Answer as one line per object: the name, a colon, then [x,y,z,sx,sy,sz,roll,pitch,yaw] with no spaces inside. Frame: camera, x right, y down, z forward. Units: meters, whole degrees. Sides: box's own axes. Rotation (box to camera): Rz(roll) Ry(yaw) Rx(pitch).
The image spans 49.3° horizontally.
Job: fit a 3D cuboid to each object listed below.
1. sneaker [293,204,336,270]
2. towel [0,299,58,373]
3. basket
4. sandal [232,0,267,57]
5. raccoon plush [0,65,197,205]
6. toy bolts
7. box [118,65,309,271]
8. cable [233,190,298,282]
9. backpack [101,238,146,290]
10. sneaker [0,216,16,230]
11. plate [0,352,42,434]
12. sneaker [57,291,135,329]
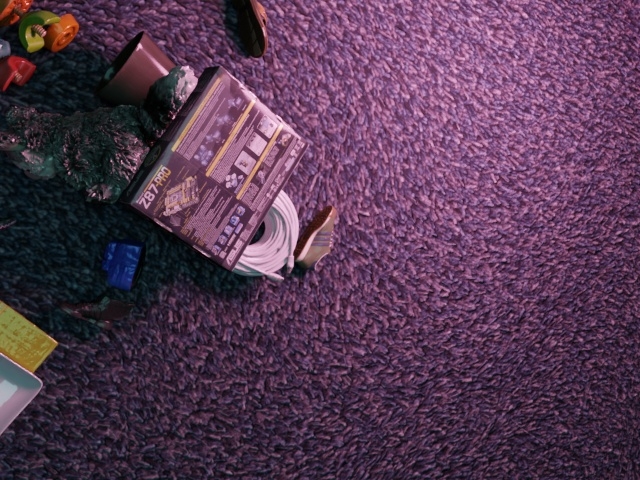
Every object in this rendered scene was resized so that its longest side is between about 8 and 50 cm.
sneaker: [0.000,0.000,1.968,0.086,0.064,0.192,41,77,-29]
towel: [-0.753,0.213,1.660,0.237,0.021,0.102,44,79,-21]
basket: [-0.399,-0.364,1.707,0.227,0.154,0.204,35,124,-29]
sandal: [-0.181,-0.596,1.845,0.060,0.090,0.219,-24,96,-44]
raccoon plush: [-0.526,-0.292,1.594,0.299,0.216,0.446,34,101,-22]
toy bolts: [-0.694,-0.477,1.585,0.158,0.218,0.228,43,109,-7]
box: [-0.247,-0.169,1.701,0.318,0.097,0.395,37,77,-34]
cable: [-0.182,-0.033,1.866,0.257,0.089,0.257,15,86,-24]
backpack: [-0.489,0.060,1.730,0.101,0.098,0.120,13,97,-4]
sneaker: [-0.773,-0.045,1.623,0.119,0.047,0.057,-15,88,-24]
plate: [-0.844,0.358,1.612,0.278,0.045,0.277,44,75,-20]
sneaker: [-0.554,0.163,1.731,0.170,0.051,0.089,30,81,-28]
